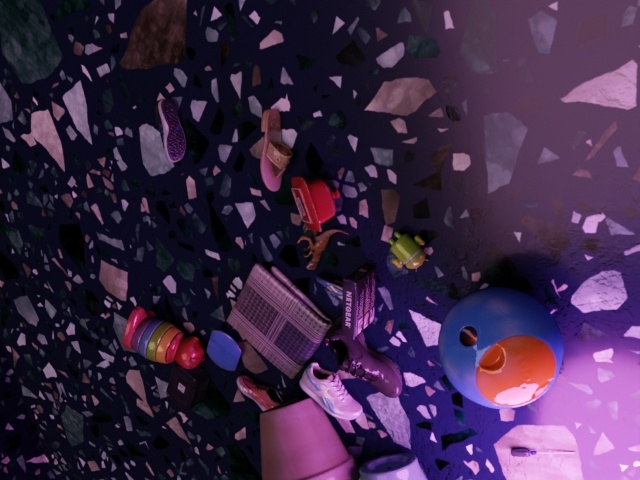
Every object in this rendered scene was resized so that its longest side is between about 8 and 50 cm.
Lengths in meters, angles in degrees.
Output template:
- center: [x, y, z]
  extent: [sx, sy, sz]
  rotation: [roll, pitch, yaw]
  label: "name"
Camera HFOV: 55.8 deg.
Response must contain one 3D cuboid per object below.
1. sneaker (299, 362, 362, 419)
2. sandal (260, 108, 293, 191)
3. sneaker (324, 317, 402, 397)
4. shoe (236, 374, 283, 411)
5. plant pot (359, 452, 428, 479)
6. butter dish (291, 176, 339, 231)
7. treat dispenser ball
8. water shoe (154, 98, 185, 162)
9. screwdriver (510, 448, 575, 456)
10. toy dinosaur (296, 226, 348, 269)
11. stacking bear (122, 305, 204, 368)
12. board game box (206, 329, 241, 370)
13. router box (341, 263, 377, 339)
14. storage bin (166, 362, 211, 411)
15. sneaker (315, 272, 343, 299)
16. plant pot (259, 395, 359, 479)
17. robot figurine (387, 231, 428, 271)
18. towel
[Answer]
- center: [0.038, 0.481, 1.921]
  extent: [0.228, 0.087, 0.092]
  rotation: [32, 121, 17]
  label: "sneaker"
- center: [-0.118, -0.255, 1.736]
  extent: [0.079, 0.088, 0.240]
  rotation: [9, 108, 37]
  label: "sandal"
- center: [0.119, 0.367, 1.796]
  extent: [0.286, 0.130, 0.109]
  rotation: [44, 124, 10]
  label: "sneaker"
- center: [-0.210, 0.526, 2.119]
  extent: [0.178, 0.063, 0.081]
  rotation: [44, 125, 5]
  label: "shoe"
- center: [0.233, 0.792, 1.817]
  extent: [0.271, 0.271, 0.255]
  rotation: [-16, 85, 37]
  label: "plant pot"
- center: [-0.002, -0.117, 1.702]
  extent: [0.160, 0.118, 0.160]
  rotation: [-162, 51, -73]
  label: "butter dish"
- center: [0.427, 0.254, 1.448]
  extent: [0.288, 0.288, 0.288]
  rotation: [13, 115, 29]
  label: "treat dispenser ball"
- center: [-0.491, -0.357, 1.967]
  extent: [0.080, 0.072, 0.203]
  rotation: [13, 113, 53]
  label: "water shoe"
- center: [0.595, 0.569, 1.627]
  extent: [0.169, 0.024, 0.025]
  rotation: [-17, 127, 35]
  label: "screwdriver"
- center: [0.000, 0.000, 1.786]
  extent: [0.112, 0.064, 0.211]
  rotation: [31, 134, -1]
  label: "toy dinosaur"
- center: [-0.565, 0.379, 2.237]
  extent: [0.288, 0.175, 0.164]
  rotation: [21, 78, 12]
  label: "stacking bear"
- center: [-0.338, 0.388, 2.168]
  extent: [0.133, 0.033, 0.169]
  rotation: [32, 128, 14]
  label: "board game box"
- center: [0.111, 0.172, 1.722]
  extent: [0.046, 0.133, 0.179]
  rotation: [13, 114, 28]
  label: "router box"
- center: [-0.504, 0.545, 2.305]
  extent: [0.122, 0.084, 0.180]
  rotation: [34, 124, 19]
  label: "storage bin"
- center: [0.044, 0.144, 1.806]
  extent: [0.144, 0.053, 0.059]
  rotation: [28, 123, 23]
  label: "sneaker"
- center: [-0.068, 0.665, 1.951]
  extent: [0.323, 0.323, 0.281]
  rotation: [-25, 78, 37]
  label: "plant pot"
- center: [0.234, 0.027, 1.625]
  extent: [0.101, 0.067, 0.115]
  rotation: [-44, 79, 6]
  label: "robot figurine"
- center: [-0.141, 0.260, 1.984]
  extent: [0.324, 0.056, 0.312]
  rotation: [40, 128, 12]
  label: "towel"
